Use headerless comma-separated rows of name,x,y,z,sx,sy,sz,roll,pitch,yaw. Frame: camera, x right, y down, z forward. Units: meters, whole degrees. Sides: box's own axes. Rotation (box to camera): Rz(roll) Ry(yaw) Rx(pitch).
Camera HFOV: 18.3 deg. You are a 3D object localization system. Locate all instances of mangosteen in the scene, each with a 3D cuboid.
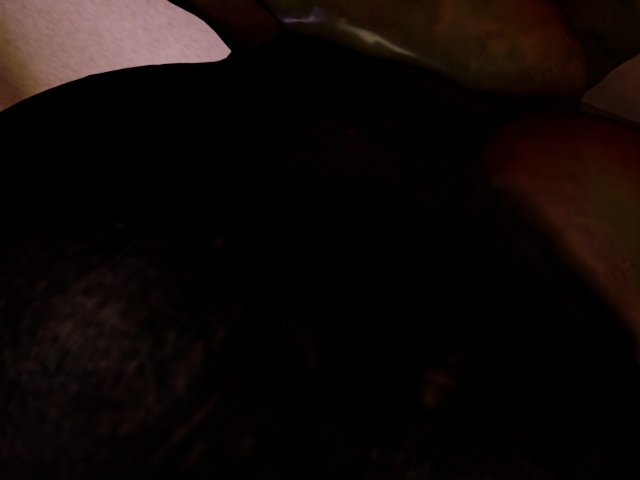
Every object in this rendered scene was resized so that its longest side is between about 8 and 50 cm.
mangosteen,-0.008,0.055,0.780,0.382,0.435,0.382,16,-175,-1

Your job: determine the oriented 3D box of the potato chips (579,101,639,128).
potato chips,0.076,-0.075,0.903,0.204,0.026,0.037,28,144,11
